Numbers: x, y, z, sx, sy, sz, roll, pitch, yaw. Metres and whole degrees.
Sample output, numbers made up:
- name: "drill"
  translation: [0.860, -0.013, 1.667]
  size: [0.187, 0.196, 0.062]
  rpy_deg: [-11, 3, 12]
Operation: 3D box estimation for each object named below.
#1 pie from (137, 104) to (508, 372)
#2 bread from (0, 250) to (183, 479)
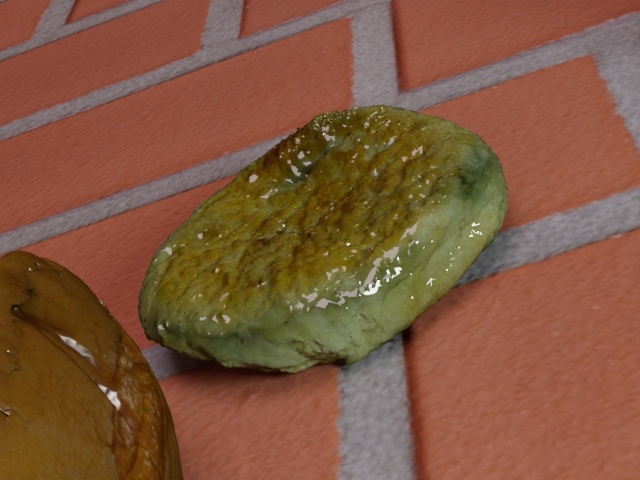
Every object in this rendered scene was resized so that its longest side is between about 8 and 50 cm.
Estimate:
- name: "pie"
  translation: [0.000, 0.000, 0.951]
  size: [0.277, 0.078, 0.277]
  rpy_deg: [-22, 31, 14]
- name: "bread"
  translation: [-0.162, 0.126, 0.726]
  size: [0.142, 0.195, 0.270]
  rpy_deg: [-24, 32, 15]
